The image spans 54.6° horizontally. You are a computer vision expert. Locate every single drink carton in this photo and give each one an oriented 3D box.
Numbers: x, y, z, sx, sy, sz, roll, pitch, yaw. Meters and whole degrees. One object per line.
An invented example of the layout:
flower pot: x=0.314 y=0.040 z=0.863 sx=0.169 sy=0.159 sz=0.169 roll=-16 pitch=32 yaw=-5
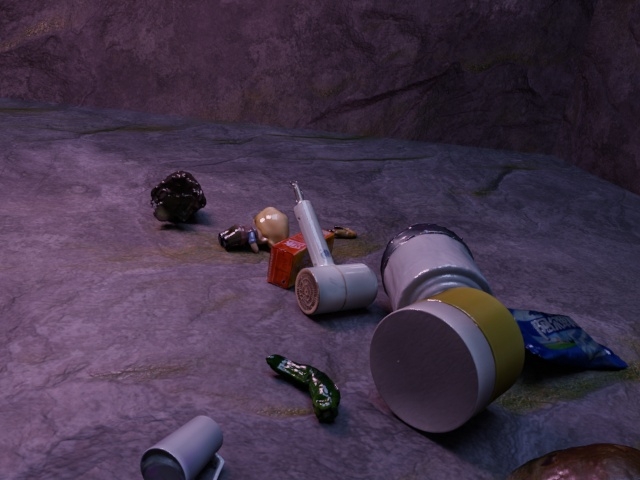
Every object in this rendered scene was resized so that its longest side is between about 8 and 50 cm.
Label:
drink carton: x=-0.048 y=0.039 z=1.585 sx=0.071 sy=0.096 sz=0.223 roll=19 pitch=23 yaw=23

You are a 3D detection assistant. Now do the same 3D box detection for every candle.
candle: x=0.256 y=0.109 z=1.362 sx=0.222 sy=0.221 sz=0.342 roll=7 pitch=21 yaw=-7

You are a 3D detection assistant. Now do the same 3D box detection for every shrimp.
shrimp: x=0.054 y=-0.029 z=1.906 sx=0.114 sy=0.023 sz=0.083 roll=3 pitch=18 yaw=-31

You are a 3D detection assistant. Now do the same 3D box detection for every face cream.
face cream: x=0.226 y=0.205 z=1.105 sx=0.218 sy=0.218 sz=0.179 roll=25 pitch=25 yaw=36

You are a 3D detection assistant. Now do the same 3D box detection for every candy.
candy: x=0.519 y=0.217 z=1.373 sx=0.331 sy=0.077 sz=0.187 roll=11 pitch=21 yaw=-30

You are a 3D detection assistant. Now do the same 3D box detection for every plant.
plant: x=-0.408 y=-0.124 z=1.785 sx=0.142 sy=0.131 sz=0.203 roll=-34 pitch=24 yaw=1

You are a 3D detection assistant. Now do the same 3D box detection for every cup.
cup: x=-0.183 y=0.313 z=0.879 sx=0.104 sy=0.074 sz=0.116 roll=40 pitch=24 yaw=11

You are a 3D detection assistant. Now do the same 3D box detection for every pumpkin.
pumpkin: x=0.397 y=0.348 z=0.921 sx=0.312 sy=0.148 sz=0.169 roll=1 pitch=27 yaw=-32

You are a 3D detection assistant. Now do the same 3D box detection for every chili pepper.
chili pepper: x=-0.022 y=0.254 z=1.110 sx=0.073 sy=0.050 sz=0.182 roll=-16 pitch=30 yaw=-36

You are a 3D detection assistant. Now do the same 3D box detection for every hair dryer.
hair dryer: x=0.000 y=0.000 z=1.473 sx=0.173 sy=0.107 sz=0.357 roll=-4 pitch=63 yaw=-34

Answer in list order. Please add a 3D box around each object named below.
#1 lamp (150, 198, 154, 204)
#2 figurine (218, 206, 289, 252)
lamp: x=-0.457 y=-0.117 z=1.903 sx=0.121 sy=0.041 sz=0.054 roll=8 pitch=30 yaw=-12
figurine: x=-0.177 y=-0.018 z=1.702 sx=0.196 sy=0.108 sz=0.114 roll=-22 pitch=23 yaw=-24
